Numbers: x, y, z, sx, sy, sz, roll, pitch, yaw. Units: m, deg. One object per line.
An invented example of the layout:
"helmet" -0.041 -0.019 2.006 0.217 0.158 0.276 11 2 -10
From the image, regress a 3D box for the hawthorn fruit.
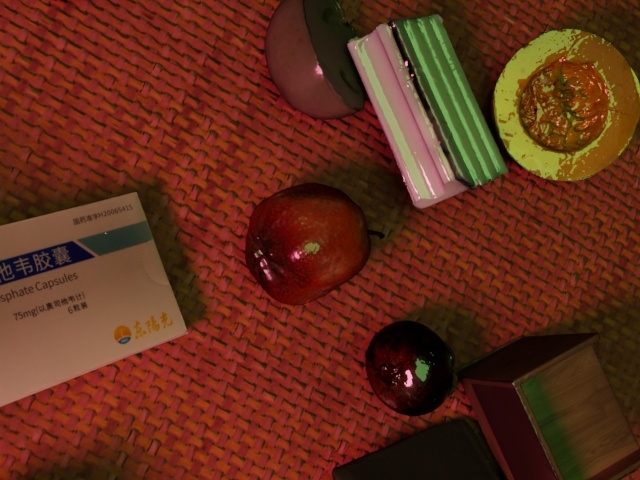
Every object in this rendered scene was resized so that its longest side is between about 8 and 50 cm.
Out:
"hawthorn fruit" 0.000 0.000 1.158 0.193 0.157 0.157 -10 87 -24

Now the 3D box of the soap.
"soap" 0.148 -0.184 1.215 0.150 0.094 0.262 -24 90 -53

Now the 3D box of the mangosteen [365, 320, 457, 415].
"mangosteen" 0.131 0.173 1.194 0.140 0.140 0.140 1 84 -13

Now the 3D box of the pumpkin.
"pumpkin" 0.344 -0.197 1.289 0.217 0.110 0.218 -1 97 -11

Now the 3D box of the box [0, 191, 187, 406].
"box" -0.343 0.078 1.039 0.343 0.065 0.200 -20 89 -40

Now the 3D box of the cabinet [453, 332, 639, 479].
"cabinet" 0.303 0.230 1.173 0.148 0.215 0.175 -25 90 -16

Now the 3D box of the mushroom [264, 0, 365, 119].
"mushroom" -0.015 -0.253 1.197 0.117 0.141 0.188 -14 83 19

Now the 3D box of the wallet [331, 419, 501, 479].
"wallet" 0.141 0.343 1.153 0.245 0.052 0.169 -12 65 -35
